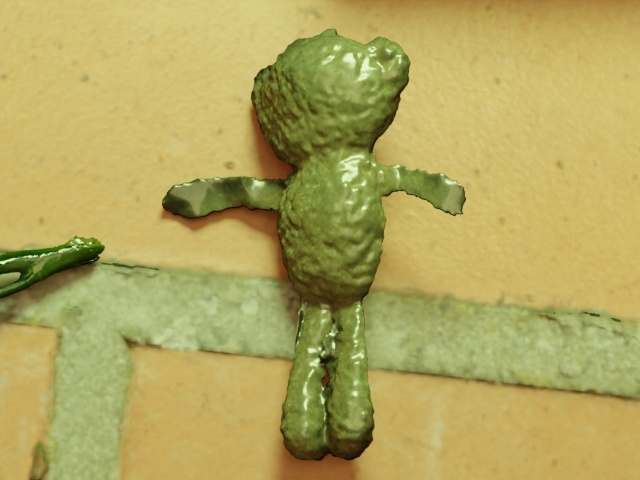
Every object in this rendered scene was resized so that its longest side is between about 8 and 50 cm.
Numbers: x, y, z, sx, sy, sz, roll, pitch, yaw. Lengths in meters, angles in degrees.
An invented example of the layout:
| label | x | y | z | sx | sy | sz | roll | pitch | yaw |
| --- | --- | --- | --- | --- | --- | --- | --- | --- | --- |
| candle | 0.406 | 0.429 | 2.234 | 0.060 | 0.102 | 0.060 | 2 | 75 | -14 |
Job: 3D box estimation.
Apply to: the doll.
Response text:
| label | x | y | z | sx | sy | sz | roll | pitch | yaw |
| --- | --- | --- | --- | --- | --- | --- | --- | --- | --- |
| doll | 0.015 | -0.005 | 1.113 | 0.203 | 0.091 | 0.286 | -33 | 67 | 21 |

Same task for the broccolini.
| label | x | y | z | sx | sy | sz | roll | pitch | yaw |
| --- | --- | --- | --- | --- | --- | --- | --- | --- | --- |
| broccolini | -0.250 | 0.034 | 1.107 | 0.201 | 0.058 | 0.074 | -12 | 91 | -24 |
